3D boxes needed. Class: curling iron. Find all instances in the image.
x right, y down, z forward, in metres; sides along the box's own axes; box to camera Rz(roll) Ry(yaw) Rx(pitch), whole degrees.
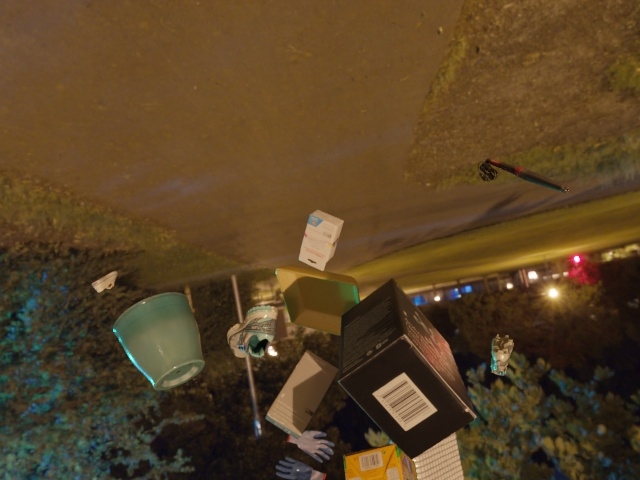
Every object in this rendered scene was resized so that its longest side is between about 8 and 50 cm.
[{"bbox_3d":[0.562,-0.176,1.441,0.035,0.068,0.274,-10,-156,-40],"label":"curling iron"}]

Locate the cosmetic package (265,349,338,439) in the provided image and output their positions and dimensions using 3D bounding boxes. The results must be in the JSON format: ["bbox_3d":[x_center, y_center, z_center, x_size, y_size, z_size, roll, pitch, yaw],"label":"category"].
[{"bbox_3d":[-0.056,0.477,1.601,0.127,0.237,0.107,29,152,6],"label":"cosmetic package"}]

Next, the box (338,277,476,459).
[{"bbox_3d":[0.222,0.333,1.427,0.212,0.293,0.395,-39,-169,12],"label":"box"}]

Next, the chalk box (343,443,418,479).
[{"bbox_3d":[0.154,0.573,1.184,0.133,0.132,0.213,-19,138,14],"label":"chalk box"}]

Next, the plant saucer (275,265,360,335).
[{"bbox_3d":[0.018,0.224,1.978,0.333,0.081,0.332,10,137,23],"label":"plant saucer"}]

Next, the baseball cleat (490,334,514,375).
[{"bbox_3d":[0.602,0.388,1.731,0.072,0.109,0.206,11,-171,27],"label":"baseball cleat"}]

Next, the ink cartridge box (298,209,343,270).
[{"bbox_3d":[0.000,0.000,1.749,0.104,0.181,0.061,25,-151,15],"label":"ink cartridge box"}]

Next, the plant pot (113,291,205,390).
[{"bbox_3d":[-0.532,0.359,1.772,0.272,0.255,0.271,-28,154,-15],"label":"plant pot"}]

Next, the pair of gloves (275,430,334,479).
[{"bbox_3d":[-0.048,0.687,1.618,0.160,0.198,0.023,16,140,8],"label":"pair of gloves"}]

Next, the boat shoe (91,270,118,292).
[{"bbox_3d":[-0.544,0.107,1.314,0.035,0.035,0.100,-26,-171,9],"label":"boat shoe"}]

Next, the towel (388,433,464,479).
[{"bbox_3d":[0.347,0.734,1.699,0.121,0.234,0.284,-18,166,41],"label":"towel"}]

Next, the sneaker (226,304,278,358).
[{"bbox_3d":[-0.214,0.306,1.560,0.110,0.122,0.283,10,142,-22],"label":"sneaker"}]
